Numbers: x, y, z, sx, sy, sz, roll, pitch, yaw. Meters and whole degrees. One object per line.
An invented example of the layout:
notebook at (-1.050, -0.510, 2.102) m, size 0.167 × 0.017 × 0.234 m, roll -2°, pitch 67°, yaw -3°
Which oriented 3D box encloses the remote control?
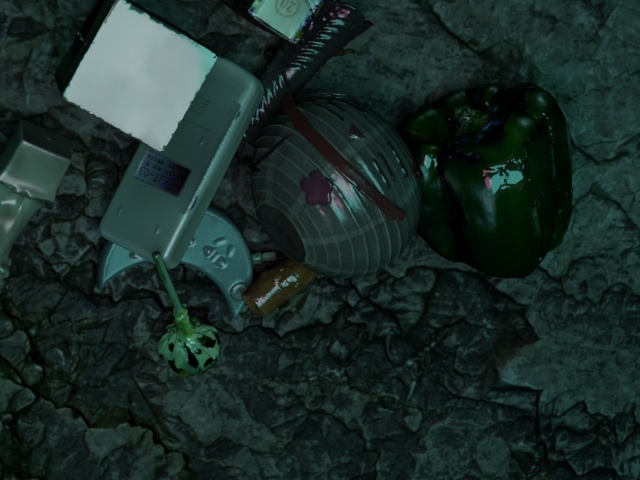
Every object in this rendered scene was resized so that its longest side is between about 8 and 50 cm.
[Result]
remote control at (-0.191, -0.115, 1.718) m, size 0.296 × 0.140 × 0.056 m, roll -64°, pitch 152°, yaw -4°

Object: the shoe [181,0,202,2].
shoe at (-0.124, -0.469, 1.622) m, size 0.132 × 0.171 × 0.336 m, roll 11°, pitch 102°, yaw -19°

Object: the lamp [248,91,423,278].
lamp at (0.023, -0.079, 1.713) m, size 0.233 × 0.233 × 0.265 m, roll -44°, pitch 90°, yaw 1°

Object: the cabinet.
cabinet at (-0.250, -0.232, 1.639) m, size 0.150 × 0.206 × 0.145 m, roll 28°, pitch 97°, yaw -21°

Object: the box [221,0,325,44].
box at (-0.003, -0.419, 1.657) m, size 0.084 × 0.198 × 0.310 m, roll 32°, pitch 95°, yaw -23°

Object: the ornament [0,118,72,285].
ornament at (-0.436, -0.031, 1.696) m, size 0.130 × 0.120 × 0.285 m, roll 40°, pitch 91°, yaw -25°

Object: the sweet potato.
sweet potato at (0.000, 0.000, 1.837) m, size 0.281 × 0.067 × 0.059 m, roll -48°, pitch 145°, yaw -15°

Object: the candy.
candy at (-0.205, 0.099, 1.747) m, size 0.091 × 0.083 × 0.305 m, roll -2°, pitch 147°, yaw 7°

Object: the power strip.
power strip at (-0.189, 0.023, 1.815) m, size 0.253 × 0.054 × 0.167 m, roll 12°, pitch 103°, yaw -18°

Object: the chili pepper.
chili pepper at (0.249, -0.085, 1.811) m, size 0.233 × 0.249 × 0.256 m, roll -31°, pitch 123°, yaw -23°

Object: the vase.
vase at (-0.041, -0.242, 1.755) m, size 0.115 × 0.115 × 0.237 m, roll 36°, pitch 96°, yaw -22°
